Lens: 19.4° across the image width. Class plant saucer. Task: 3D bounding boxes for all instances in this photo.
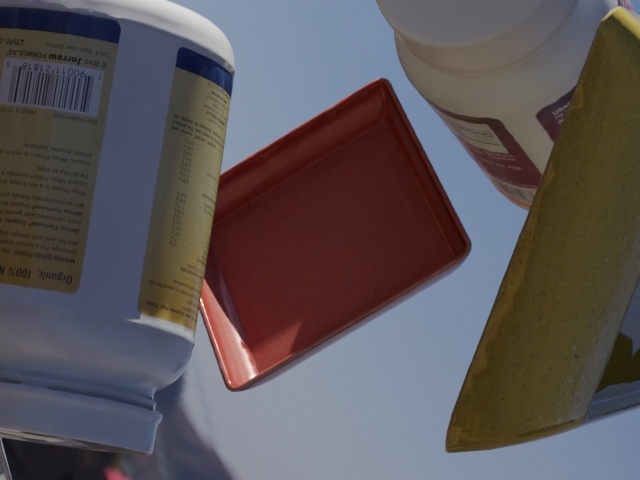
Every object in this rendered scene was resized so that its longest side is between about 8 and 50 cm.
[{"bbox_3d":[0.000,0.000,1.765,0.047,0.258,0.259,51,12,-44],"label":"plant saucer"},{"bbox_3d":[0.234,0.009,1.408,0.081,0.332,0.333,24,9,22],"label":"plant saucer"}]

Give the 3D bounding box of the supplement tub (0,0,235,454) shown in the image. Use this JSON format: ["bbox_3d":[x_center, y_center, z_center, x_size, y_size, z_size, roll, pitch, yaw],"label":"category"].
[{"bbox_3d":[-0.193,-0.013,1.357,0.228,0.228,0.316,92,6,-80],"label":"supplement tub"}]

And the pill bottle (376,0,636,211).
[{"bbox_3d":[0.204,-0.191,1.857,0.224,0.224,0.392,55,6,30],"label":"pill bottle"}]

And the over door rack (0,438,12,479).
[{"bbox_3d":[-0.482,0.295,2.238,0.108,0.240,0.324,51,-27,40],"label":"over door rack"}]
